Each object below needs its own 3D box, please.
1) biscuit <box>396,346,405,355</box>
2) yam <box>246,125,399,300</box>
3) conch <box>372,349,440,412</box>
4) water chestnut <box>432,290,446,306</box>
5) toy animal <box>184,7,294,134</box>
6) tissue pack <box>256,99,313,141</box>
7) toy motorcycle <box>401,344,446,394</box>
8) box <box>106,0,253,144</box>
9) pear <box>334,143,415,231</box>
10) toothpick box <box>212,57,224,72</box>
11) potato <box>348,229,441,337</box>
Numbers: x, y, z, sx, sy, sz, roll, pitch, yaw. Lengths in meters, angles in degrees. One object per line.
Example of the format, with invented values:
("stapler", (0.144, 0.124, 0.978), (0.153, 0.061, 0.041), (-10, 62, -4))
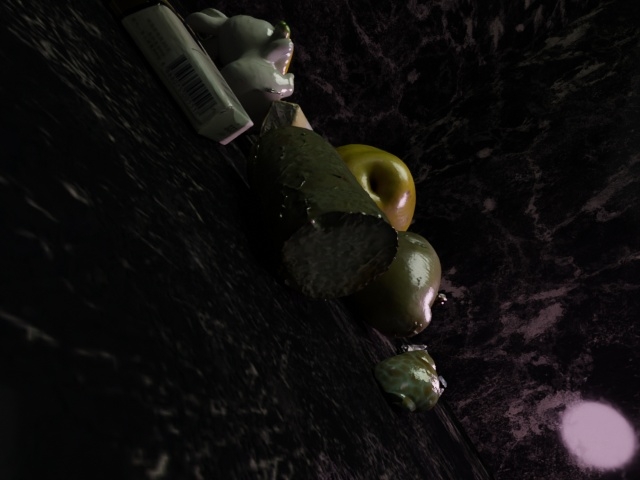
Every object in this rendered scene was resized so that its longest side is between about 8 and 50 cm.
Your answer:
("biscuit", (0.303, 0.421, 1.437), (0.089, 0.027, 0.087), (51, 6, -49))
("yam", (-0.015, -0.054, 0.598), (0.168, 0.168, 0.304), (53, 7, -36))
("conch", (0.170, 0.262, 0.753), (0.173, 0.105, 0.116), (32, 2, -44))
("water chestnut", (0.252, 0.161, 1.326), (0.289, 0.244, 0.289), (53, 13, -18))
("toy animal", (-0.190, -0.430, 0.986), (0.183, 0.248, 0.309), (97, -21, -71))
("tissue pack", (-0.070, -0.200, 0.972), (0.090, 0.186, 0.222), (11, -12, 20))
("toy motorcycle", (0.397, 0.493, 1.552), (0.221, 0.102, 0.150), (56, 25, 19))
("box", (-0.214, -0.280, 0.616), (0.259, 0.071, 0.168), (57, 5, -7))
("pear", (0.117, -0.129, 1.281), (0.362, 0.363, 0.418), (57, -12, -2))
("toothpick box", (-0.271, -0.582, 1.443), (0.175, 0.175, 0.271), (59, 8, 24))
("potato", (0.190, 0.100, 1.070), (0.243, 0.221, 0.326), (32, 44, 0))
